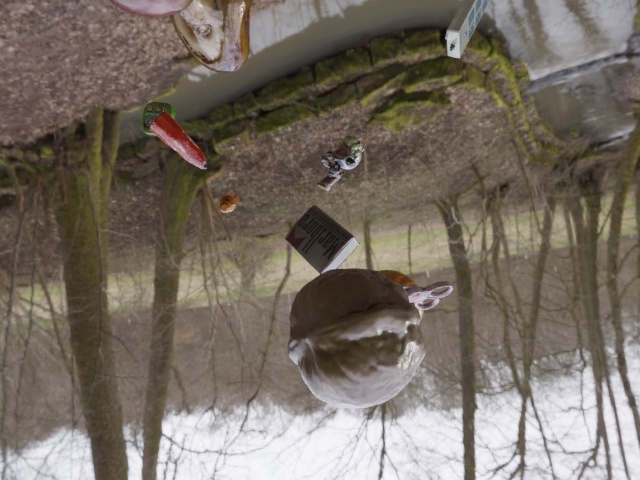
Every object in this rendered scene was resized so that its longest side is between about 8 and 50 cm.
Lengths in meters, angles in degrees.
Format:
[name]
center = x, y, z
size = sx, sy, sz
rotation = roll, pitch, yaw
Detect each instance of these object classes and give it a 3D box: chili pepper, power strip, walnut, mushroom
[chili pepper]
center = -0.352, -0.244, 1.250
size = 0.065, 0.169, 0.088
rotation = -45, -168, -2
[power strip]
center = 0.456, -0.698, 1.457
size = 0.043, 0.367, 0.106
rotation = 22, 165, 25
[walnut]
center = 0.058, 0.170, 0.877
size = 0.248, 0.248, 0.248
rotation = -8, 176, -1
[mushroom]
center = -0.357, -0.687, 1.508
size = 0.345, 0.345, 0.259
rotation = -13, -159, 50

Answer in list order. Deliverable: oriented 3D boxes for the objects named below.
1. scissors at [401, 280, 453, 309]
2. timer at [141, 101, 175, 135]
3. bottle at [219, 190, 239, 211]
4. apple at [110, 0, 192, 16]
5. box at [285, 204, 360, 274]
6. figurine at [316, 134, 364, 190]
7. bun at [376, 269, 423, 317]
[scissors]
center = 0.244, 0.143, 1.312
size = 0.242, 0.031, 0.118
rotation = 8, 136, -35
[timer]
center = -0.623, -0.466, 1.894
size = 0.140, 0.128, 0.047
rotation = 12, -179, 22
[bottle]
center = -0.355, -0.143, 1.886
size = 0.069, 0.069, 0.187
rotation = -9, -166, 1
[apple]
center = -0.419, -0.698, 1.171
size = 0.305, 0.306, 0.235
rotation = -12, -174, 39
[box]
center = 0.000, 0.000, 1.139
size = 0.036, 0.115, 0.177
rotation = 41, 180, -43
[figurine]
center = 0.059, -0.252, 1.576
size = 0.197, 0.093, 0.147
rotation = -45, -142, -10
[bun]
center = 0.286, 0.256, 2.023
size = 0.298, 0.299, 0.165
rotation = -8, 165, -7
